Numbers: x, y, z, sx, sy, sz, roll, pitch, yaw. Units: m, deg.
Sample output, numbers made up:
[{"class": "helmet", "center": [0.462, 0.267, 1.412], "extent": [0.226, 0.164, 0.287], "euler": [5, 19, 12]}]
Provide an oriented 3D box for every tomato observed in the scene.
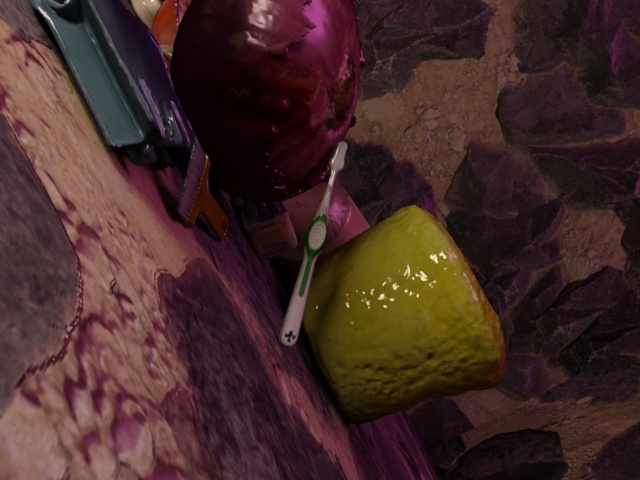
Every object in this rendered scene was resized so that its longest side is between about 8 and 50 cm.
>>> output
[{"class": "tomato", "center": [-0.229, -0.321, 1.283], "extent": [0.225, 0.085, 0.225], "euler": [-14, 90, -78]}]

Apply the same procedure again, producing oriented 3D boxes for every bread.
[{"class": "bread", "center": [0.132, 0.140, 1.274], "extent": [0.348, 0.308, 0.348], "euler": [62, 4, -8]}]

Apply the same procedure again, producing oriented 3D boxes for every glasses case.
[{"class": "glasses case", "center": [-0.290, -0.389, 1.381], "extent": [0.196, 0.050, 0.083], "euler": [59, 6, -50]}]

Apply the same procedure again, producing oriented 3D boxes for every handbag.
[{"class": "handbag", "center": [-0.186, -0.153, 0.733], "extent": [0.179, 0.062, 0.229], "euler": [62, 2, 1]}]

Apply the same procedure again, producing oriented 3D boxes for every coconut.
[{"class": "coconut", "center": [0.000, 0.000, 1.454], "extent": [0.222, 0.202, 0.202], "euler": [54, 7, -45]}]

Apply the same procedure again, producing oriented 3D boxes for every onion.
[{"class": "onion", "center": [-0.090, -0.235, 1.080], "extent": [0.345, 0.358, 0.358], "euler": [5, -44, 40]}]

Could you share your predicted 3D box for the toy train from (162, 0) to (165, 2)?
[{"class": "toy train", "center": [-0.254, -0.481, 1.498], "extent": [0.304, 0.150, 0.221], "euler": [37, -6, 25]}]

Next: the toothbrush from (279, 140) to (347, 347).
[{"class": "toothbrush", "center": [-0.008, 0.001, 1.028], "extent": [0.030, 0.030, 0.304], "euler": [56, 48, -70]}]

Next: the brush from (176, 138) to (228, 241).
[{"class": "brush", "center": [-0.131, -0.040, 0.852], "extent": [0.218, 0.010, 0.082], "euler": [78, 25, -76]}]

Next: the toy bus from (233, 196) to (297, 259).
[{"class": "toy bus", "center": [-0.106, -0.071, 1.319], "extent": [0.268, 0.092, 0.106], "euler": [-115, -175, -59]}]
